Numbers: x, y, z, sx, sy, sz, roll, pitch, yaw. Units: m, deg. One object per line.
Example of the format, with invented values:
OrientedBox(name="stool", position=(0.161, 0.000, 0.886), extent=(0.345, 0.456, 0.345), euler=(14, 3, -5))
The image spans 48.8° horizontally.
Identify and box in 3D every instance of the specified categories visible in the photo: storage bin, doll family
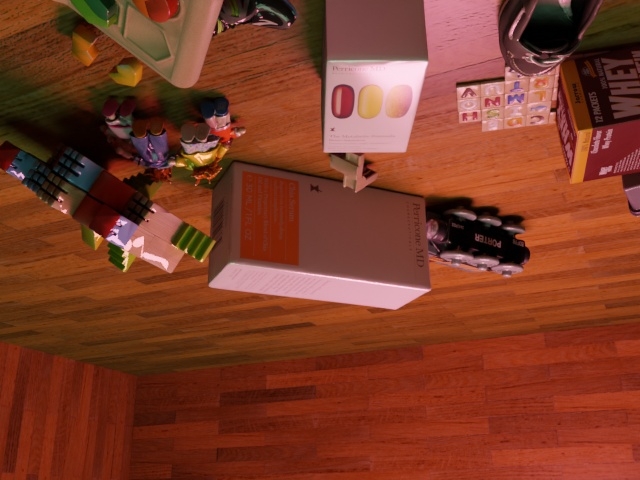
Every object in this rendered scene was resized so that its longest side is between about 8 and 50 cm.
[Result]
OrientedBox(name="storage bin", position=(0.686, -0.112, 1.446), extent=(0.135, 0.098, 0.091), euler=(-17, 143, 37))
OrientedBox(name="doll family", position=(-0.265, -0.160, 1.254), extent=(0.263, 0.118, 0.163), euler=(0, 159, -2))

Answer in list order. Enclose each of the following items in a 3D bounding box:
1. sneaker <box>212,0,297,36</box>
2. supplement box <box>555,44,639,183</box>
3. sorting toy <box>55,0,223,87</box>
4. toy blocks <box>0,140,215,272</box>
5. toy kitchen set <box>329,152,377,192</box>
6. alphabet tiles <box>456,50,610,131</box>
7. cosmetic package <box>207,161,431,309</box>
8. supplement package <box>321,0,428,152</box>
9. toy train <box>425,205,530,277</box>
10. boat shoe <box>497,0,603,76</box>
OrientedBox(name="sneaker", position=(-0.127, -0.303, 0.948), extent=(0.188, 0.078, 0.067), euler=(4, 159, -12))
OrientedBox(name="supplement box", position=(0.490, -0.202, 1.129), extent=(0.194, 0.129, 0.191), euler=(-10, 157, 12))
OrientedBox(name="sorting toy", position=(-0.259, -0.286, 0.922), extent=(0.229, 0.041, 0.307), euler=(33, 152, -5))
OrientedBox(name="toy blocks", position=(-0.410, -0.081, 1.279), extent=(0.381, 0.190, 0.261), euler=(30, 175, 30))
OrientedBox(name="toy kitchen set", position=(0.068, -0.156, 1.406), extent=(0.068, 0.075, 0.083), euler=(29, 133, 28))
OrientedBox(name="alphabet tiles", position=(0.353, -0.245, 1.201), extent=(0.237, 0.009, 0.198), euler=(-6, 158, 12))
OrientedBox(name="cosmetic package", position=(0.000, 0.000, 1.522), extent=(0.454, 0.229, 0.161), euler=(8, 156, -23))
OrientedBox(name="supplement package", position=(0.070, -0.243, 1.028), extent=(0.139, 0.133, 0.244), euler=(-1, 159, 0))
OrientedBox(name="toy train", position=(0.348, 0.008, 1.699), extent=(0.334, 0.142, 0.190), euler=(13, 167, -35))
OrientedBox(name="boat shoe", position=(0.305, -0.300, 0.939), extent=(0.112, 0.095, 0.335), euler=(-2, 159, 4))
